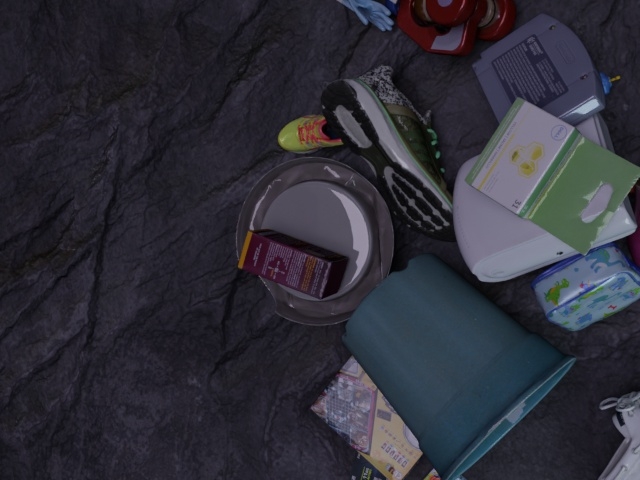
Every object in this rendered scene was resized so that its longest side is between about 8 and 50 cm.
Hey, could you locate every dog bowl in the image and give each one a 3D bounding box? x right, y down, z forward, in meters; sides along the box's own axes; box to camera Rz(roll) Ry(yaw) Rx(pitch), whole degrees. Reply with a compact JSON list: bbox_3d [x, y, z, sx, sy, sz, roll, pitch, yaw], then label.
[{"bbox_3d":[0.000,0.000,1.788,0.349,0.102,0.348,2,94,21],"label":"dog bowl"}]

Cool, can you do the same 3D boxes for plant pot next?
[{"bbox_3d":[0.239,0.222,1.609,0.334,0.341,0.341,46,107,20],"label":"plant pot"}]

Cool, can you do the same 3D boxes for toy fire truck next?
[{"bbox_3d":[0.243,-0.515,1.653,0.254,0.169,0.302,20,102,45],"label":"toy fire truck"}]

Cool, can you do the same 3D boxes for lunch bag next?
[{"bbox_3d":[0.492,0.084,1.546,0.176,0.219,0.090,-33,61,21],"label":"lunch bag"}]

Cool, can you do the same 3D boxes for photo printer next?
[{"bbox_3d":[0.380,-0.074,1.521,0.307,0.107,0.256,-23,48,28],"label":"photo printer"}]

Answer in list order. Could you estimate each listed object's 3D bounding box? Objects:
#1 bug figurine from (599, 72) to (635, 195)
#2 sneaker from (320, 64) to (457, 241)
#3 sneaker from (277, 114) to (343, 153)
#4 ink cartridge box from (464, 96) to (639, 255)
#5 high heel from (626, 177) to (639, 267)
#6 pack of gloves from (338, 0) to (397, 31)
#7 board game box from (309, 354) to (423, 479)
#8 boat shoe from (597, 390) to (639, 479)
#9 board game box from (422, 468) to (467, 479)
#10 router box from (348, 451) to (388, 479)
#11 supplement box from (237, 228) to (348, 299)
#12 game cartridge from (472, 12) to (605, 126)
[{"bbox_3d":[0.485,-0.180,1.614,0.216,0.072,0.279,-15,93,27],"label":"bug figurine"},{"bbox_3d":[0.190,-0.182,1.683,0.410,0.182,0.158,53,154,-11],"label":"sneaker"},{"bbox_3d":[-0.001,-0.230,1.778,0.208,0.094,0.081,-9,92,22],"label":"sneaker"},{"bbox_3d":[0.378,-0.108,1.400,0.235,0.056,0.171,39,102,35],"label":"ink cartridge box"},{"bbox_3d":[0.744,-0.030,1.506,0.377,0.127,0.181,4,123,23],"label":"high heel"},{"bbox_3d":[0.049,-0.505,1.690,0.232,0.195,0.046,36,77,16],"label":"pack of gloves"},{"bbox_3d":[0.120,0.366,1.770,0.243,0.042,0.165,40,92,19],"label":"board game box"},{"bbox_3d":[0.597,0.336,1.583,0.156,0.136,0.367,25,111,20],"label":"boat shoe"},{"bbox_3d":[0.243,0.545,1.771,0.103,0.026,0.154,40,105,13],"label":"board game box"},{"bbox_3d":[0.117,0.478,1.807,0.092,0.038,0.122,16,99,19],"label":"router box"},{"bbox_3d":[-0.054,0.045,1.701,0.188,0.104,0.080,20,101,18],"label":"supplement box"},{"bbox_3d":[0.401,-0.294,1.560,0.196,0.060,0.294,-35,39,22],"label":"game cartridge"}]
